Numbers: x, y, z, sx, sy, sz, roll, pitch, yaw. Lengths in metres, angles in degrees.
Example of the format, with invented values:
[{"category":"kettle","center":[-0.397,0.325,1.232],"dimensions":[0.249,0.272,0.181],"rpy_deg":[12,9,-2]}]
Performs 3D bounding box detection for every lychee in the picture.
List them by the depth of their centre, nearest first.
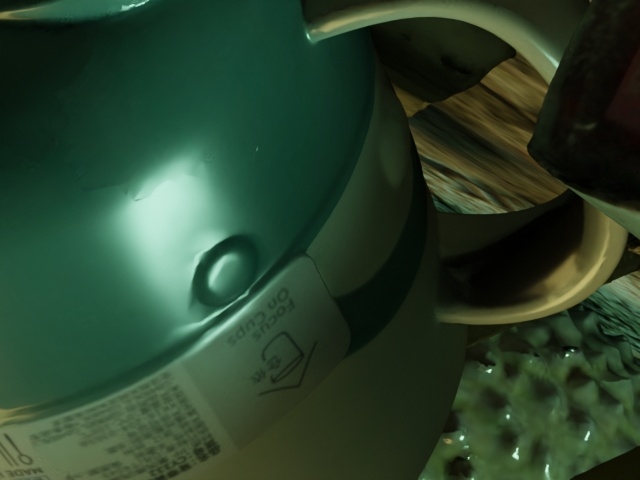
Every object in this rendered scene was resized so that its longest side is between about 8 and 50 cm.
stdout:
[{"category":"lychee","center":[0.075,0.184,1.365],"dimensions":[0.432,0.380,0.380],"rpy_deg":[50,166,-30]}]

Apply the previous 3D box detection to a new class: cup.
[{"category":"cup","center":[-0.050,-0.022,0.612],"dimensions":[0.289,0.219,0.258],"rpy_deg":[-7,141,15]}]

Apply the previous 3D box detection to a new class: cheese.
[{"category":"cheese","center":[0.005,-0.077,0.855],"dimensions":[0.085,0.034,0.400],"rpy_deg":[30,177,-7]}]

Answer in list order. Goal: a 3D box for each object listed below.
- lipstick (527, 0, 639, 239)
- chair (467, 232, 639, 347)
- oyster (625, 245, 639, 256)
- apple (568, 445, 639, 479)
[{"category":"lipstick","center":[0.164,0.010,0.492],"dimensions":[0.253,0.079,0.077],"rpy_deg":[30,175,-38]},{"category":"chair","center":[0.000,0.000,0.959],"dimensions":[0.147,0.270,0.136],"rpy_deg":[65,168,-11]},{"category":"oyster","center":[0.213,0.050,0.865],"dimensions":[0.165,0.053,0.108],"rpy_deg":[35,162,35]},{"category":"apple","center":[0.253,0.276,0.738],"dimensions":[0.473,0.474,0.473],"rpy_deg":[29,176,2]}]
